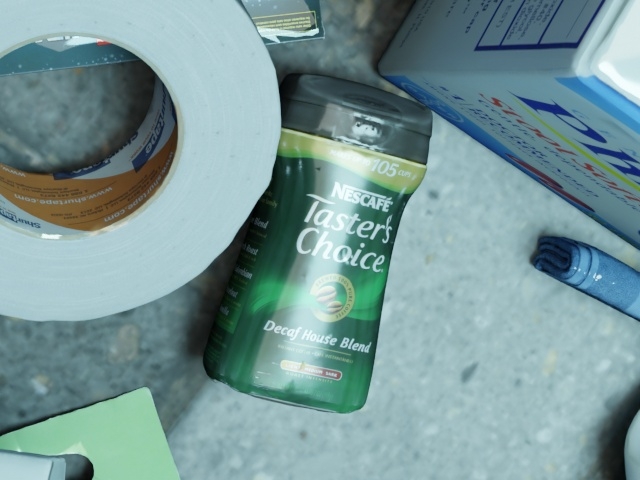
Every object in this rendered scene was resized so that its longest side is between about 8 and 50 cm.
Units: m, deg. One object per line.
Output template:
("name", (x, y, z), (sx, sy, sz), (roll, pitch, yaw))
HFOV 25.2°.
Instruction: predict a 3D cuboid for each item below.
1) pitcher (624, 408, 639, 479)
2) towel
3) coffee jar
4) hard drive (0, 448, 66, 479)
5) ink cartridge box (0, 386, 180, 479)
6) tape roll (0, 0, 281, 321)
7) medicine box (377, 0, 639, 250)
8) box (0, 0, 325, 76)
("pitcher", (0.260, 0.193, 0.896), (0.178, 0.125, 0.207), (-36, 111, 14))
("towel", (0.192, 0.032, 0.875), (0.119, 0.067, 0.029), (26, 92, -16))
("coffee jar", (0.000, 0.000, 0.817), (0.096, 0.079, 0.184), (13, 94, -15))
("hard drive", (-0.296, 0.190, 0.718), (0.308, 0.040, 0.203), (7, 82, 5))
("ink cartridge box", (-0.129, 0.212, 0.777), (0.171, 0.056, 0.235), (-17, 82, -18))
("tape roll", (-0.133, -0.067, 0.738), (0.219, 0.072, 0.219), (-8, 122, -13))
("medicine box", (0.208, -0.079, 0.749), (0.263, 0.289, 0.149), (32, 89, -16))
("box", (-0.122, -0.176, 0.781), (0.233, 0.044, 0.159), (-8, 100, -13))
